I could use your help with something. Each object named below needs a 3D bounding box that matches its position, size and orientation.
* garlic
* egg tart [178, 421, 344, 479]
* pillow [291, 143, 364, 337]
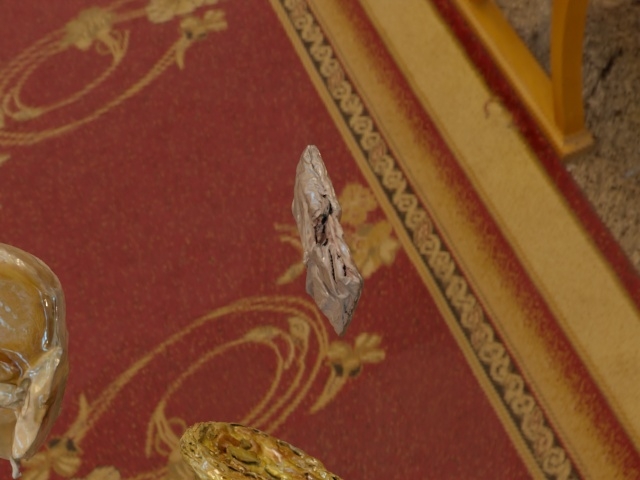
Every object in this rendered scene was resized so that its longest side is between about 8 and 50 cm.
[{"bbox_3d":[-0.163,0.053,0.518,0.094,0.074,0.113,16,105,12],"label":"garlic"},{"bbox_3d":[-0.039,0.165,0.697,0.128,0.129,0.049,27,98,18],"label":"egg tart"},{"bbox_3d":[0.000,0.000,1.405,0.049,0.135,0.248,-6,53,-15],"label":"pillow"}]
